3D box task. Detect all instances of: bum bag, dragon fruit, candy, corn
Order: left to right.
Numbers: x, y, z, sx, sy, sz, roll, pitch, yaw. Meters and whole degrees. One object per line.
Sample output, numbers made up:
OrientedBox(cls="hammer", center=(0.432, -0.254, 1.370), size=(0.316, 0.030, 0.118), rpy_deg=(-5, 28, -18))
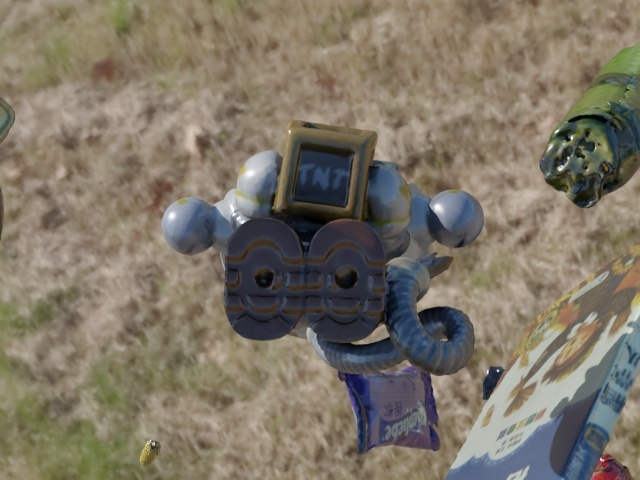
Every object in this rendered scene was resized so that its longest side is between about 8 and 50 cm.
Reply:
OrientedBox(cls="corn", center=(-0.298, 0.372, 2.091), size=(0.028, 0.083, 0.027), rpy_deg=(16, 54, -10))
OrientedBox(cls="candy", center=(0.107, 0.248, 1.794), size=(0.070, 0.275, 0.145), rpy_deg=(-15, 75, 30))
OrientedBox(cls="bum bag", center=(0.314, 0.228, 1.904), size=(0.124, 0.057, 0.034), rpy_deg=(0, 2, -22))
OrientedBox(cls="dragon fruit", center=(0.356, 0.364, 1.514), size=(0.094, 0.094, 0.190), rpy_deg=(2, 70, 28))

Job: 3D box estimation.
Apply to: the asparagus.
OrientedBox(cls="asparagus", center=(0.383, -0.164, 1.519), size=(0.108, 0.128, 0.382), rpy_deg=(29, 34, 11))

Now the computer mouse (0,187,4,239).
OrientedBox(cls="computer mouse", center=(-0.478, -0.047, 1.632), size=(0.073, 0.217, 0.122), rpy_deg=(-17, 50, -37))

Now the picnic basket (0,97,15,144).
OrientedBox(cls="picnic basket", center=(-0.304, -0.093, 0.808), size=(0.079, 0.164, 0.115), rpy_deg=(15, 64, 54))

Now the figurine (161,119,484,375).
OrientedBox(cls="figurine", center=(-0.003, -0.002, 0.968), size=(0.261, 0.186, 0.382), rpy_deg=(14, 4, 3))

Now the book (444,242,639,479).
OrientedBox(cls="book", center=(0.233, 0.181, 1.245), size=(0.428, 0.039, 0.300), rpy_deg=(-54, 5, -36))
